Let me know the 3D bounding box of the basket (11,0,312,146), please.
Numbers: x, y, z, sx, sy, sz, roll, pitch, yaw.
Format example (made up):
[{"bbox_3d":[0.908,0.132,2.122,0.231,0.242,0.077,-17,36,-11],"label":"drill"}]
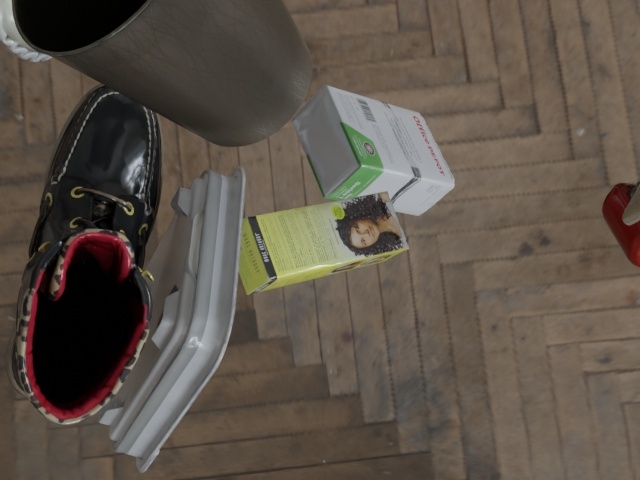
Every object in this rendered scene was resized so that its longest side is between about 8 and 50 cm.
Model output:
[{"bbox_3d":[-0.110,-0.180,0.873,0.154,0.227,0.204,15,74,30],"label":"basket"}]

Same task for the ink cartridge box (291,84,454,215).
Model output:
[{"bbox_3d":[0.084,-0.135,1.666,0.092,0.219,0.160,-42,55,33],"label":"ink cartridge box"}]

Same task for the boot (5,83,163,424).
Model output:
[{"bbox_3d":[-0.238,0.007,1.129,0.138,0.284,0.377,20,86,-16],"label":"boot"}]

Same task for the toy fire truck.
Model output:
[{"bbox_3d":[0.394,-0.050,1.208,0.246,0.217,0.158,4,47,-29],"label":"toy fire truck"}]

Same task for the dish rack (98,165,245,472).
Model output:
[{"bbox_3d":[-0.184,0.088,1.279,0.072,0.333,0.285,18,48,-18],"label":"dish rack"}]

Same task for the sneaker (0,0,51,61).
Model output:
[{"bbox_3d":[-0.289,-0.273,1.309,0.118,0.292,0.110,-14,85,24],"label":"sneaker"}]

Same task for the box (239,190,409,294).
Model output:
[{"bbox_3d":[0.000,0.000,1.352,0.232,0.058,0.087,-14,78,-38],"label":"box"}]
